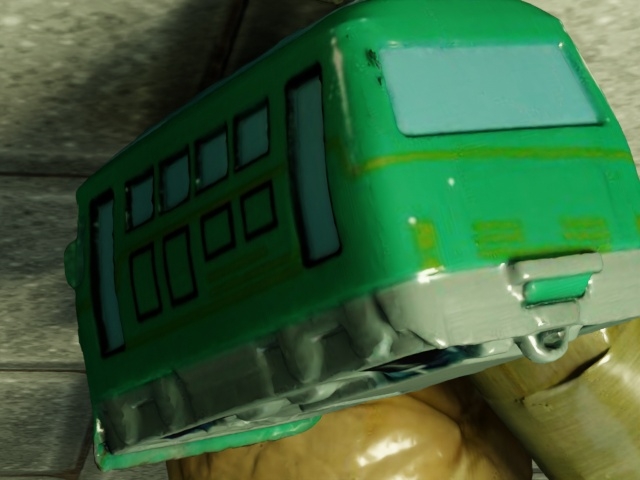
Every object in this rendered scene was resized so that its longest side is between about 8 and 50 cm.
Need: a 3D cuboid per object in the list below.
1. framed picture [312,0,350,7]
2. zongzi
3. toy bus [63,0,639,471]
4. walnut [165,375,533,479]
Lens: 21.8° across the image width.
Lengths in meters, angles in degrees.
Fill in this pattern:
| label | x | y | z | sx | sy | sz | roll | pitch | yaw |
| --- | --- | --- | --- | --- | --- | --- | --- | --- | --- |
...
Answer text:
| label | x | y | z | sx | sy | sz | roll | pitch | yaw |
| --- | --- | --- | --- | --- | --- | --- | --- | --- | --- |
| framed picture | -0.003 | -0.174 | 0.691 | 0.216 | 0.016 | 0.273 | 10 | 158 | -31 |
| zongzi | 0.239 | 0.011 | 1.182 | 0.447 | 0.418 | 0.181 | 50 | 149 | -16 |
| toy bus | 0.000 | 0.000 | 0.899 | 0.184 | 0.199 | 0.343 | -7 | 168 | -38 |
| walnut | 0.021 | 0.189 | 1.391 | 0.277 | 0.252 | 0.313 | 9 | 158 | -35 |
